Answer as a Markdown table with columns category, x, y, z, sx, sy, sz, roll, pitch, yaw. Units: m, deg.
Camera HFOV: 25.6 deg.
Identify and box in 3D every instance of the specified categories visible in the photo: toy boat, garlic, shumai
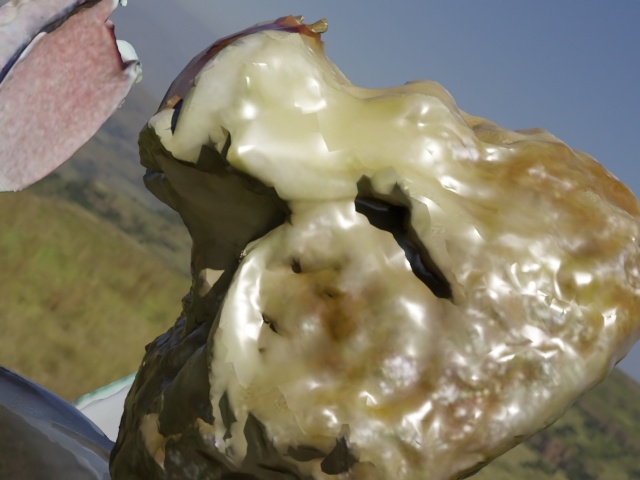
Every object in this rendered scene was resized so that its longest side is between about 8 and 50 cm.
| category | x | y | z | sx | sy | sz | roll | pitch | yaw |
| --- | --- | --- | --- | --- | --- | --- | --- | --- | --- |
| toy boat | -0.246 | -0.133 | 1.163 | 0.085 | 0.227 | 0.155 | 27 | -35 | 22 |
| garlic | -0.128 | 0.132 | 0.664 | 0.267 | 0.128 | 0.148 | 7 | -37 | 33 |
| shumai | 0.000 | 0.000 | 0.491 | 0.153 | 0.209 | 0.161 | 64 | 19 | -14 |

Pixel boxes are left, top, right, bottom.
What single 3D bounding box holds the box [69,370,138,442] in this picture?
| category | x | y | z | sx | sy | sz | roll | pitch | yaw |
| --- | --- | --- | --- | --- | --- | --- | --- | --- | --- |
| box | -0.087 | 0.179 | 0.991 | 0.106 | 0.337 | 0.264 | 38 | 31 | -58 |
